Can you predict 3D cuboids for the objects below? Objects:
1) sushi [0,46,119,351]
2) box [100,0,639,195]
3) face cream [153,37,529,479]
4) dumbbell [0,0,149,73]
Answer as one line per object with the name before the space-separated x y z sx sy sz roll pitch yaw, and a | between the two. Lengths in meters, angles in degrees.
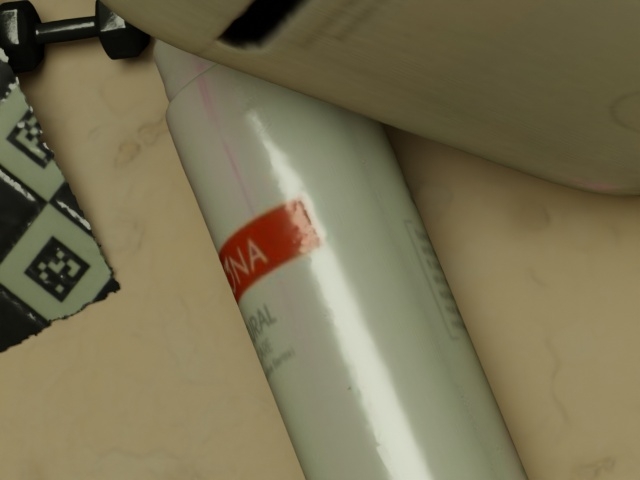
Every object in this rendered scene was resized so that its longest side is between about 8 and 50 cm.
sushi | -0.284 -0.024 0.996 0.290 0.050 0.264 -26 94 5
box | 0.076 -0.139 0.771 0.349 0.289 0.141 19 67 -18
face cream | 0.000 0.000 0.899 0.102 0.102 0.345 -25 73 6
dumbbell | -0.132 -0.111 0.987 0.083 0.040 0.036 -7 109 11
